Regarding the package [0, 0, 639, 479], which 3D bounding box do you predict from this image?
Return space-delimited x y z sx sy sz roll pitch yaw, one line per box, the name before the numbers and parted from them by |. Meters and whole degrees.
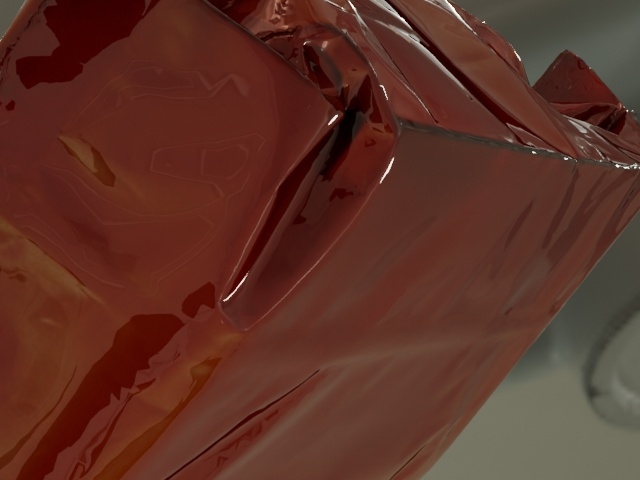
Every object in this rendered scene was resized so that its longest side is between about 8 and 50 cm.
package | -0.001 0.000 0.671 0.123 0.423 0.196 45 -73 20
